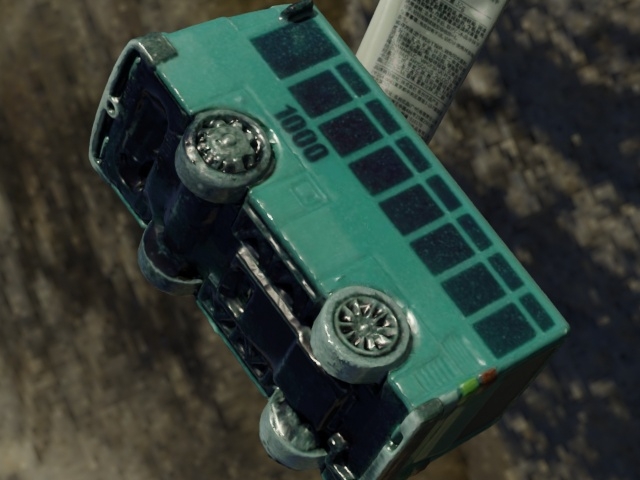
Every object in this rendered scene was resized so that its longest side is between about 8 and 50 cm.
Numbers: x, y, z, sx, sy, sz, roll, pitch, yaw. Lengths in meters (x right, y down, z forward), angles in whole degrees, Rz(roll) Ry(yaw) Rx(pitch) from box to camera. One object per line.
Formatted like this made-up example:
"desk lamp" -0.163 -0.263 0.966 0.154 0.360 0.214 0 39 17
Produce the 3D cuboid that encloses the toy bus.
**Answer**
"toy bus" 0.000 0.000 0.972 0.256 0.147 0.128 54 146 17

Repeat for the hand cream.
"hand cream" 0.064 -0.128 1.655 0.124 0.340 0.078 29 175 -23
